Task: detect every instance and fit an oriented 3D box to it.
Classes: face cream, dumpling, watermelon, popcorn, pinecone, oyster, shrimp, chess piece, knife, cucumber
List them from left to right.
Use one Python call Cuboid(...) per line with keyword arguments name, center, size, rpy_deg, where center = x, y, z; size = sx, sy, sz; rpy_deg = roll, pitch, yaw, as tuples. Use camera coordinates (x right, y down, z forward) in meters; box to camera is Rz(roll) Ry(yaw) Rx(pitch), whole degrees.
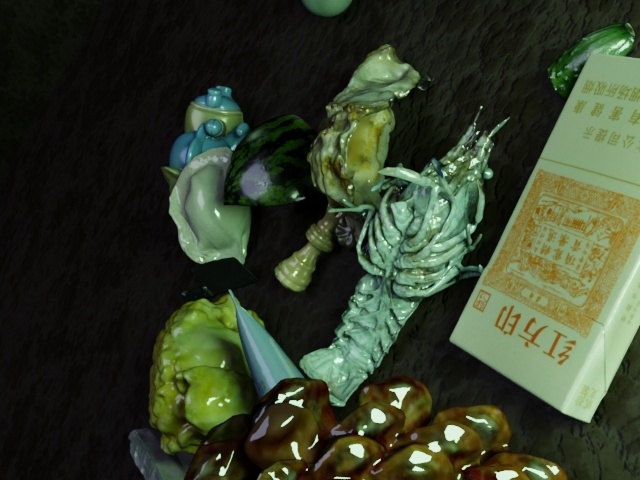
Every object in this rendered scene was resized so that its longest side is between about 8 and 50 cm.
Cuboid(name="popcorn", center=(-0.179, 0.226, 1.415), size=(0.286, 0.173, 0.225), rpy_deg=(-103, 31, -53))
Cuboid(name="dumpling", center=(-0.203, -0.053, 1.656), size=(0.151, 0.124, 0.229), rpy_deg=(-10, 80, 14))
Cuboid(name="knife", center=(-0.199, 0.070, 1.657), size=(0.245, 0.072, 0.019), rpy_deg=(-21, 27, 51))
Cuboid(name="watermelon", center=(-0.065, -0.134, 1.499), size=(0.137, 0.192, 0.145), rpy_deg=(-32, -60, -76))
Cuboid(name="face cream", center=(-0.022, 0.233, 1.147), size=(0.086, 0.136, 0.385), rpy_deg=(-28, 55, -8))
Cuboid(name="chess piece", center=(0.000, 0.000, 1.398), size=(0.172, 0.060, 0.060), rpy_deg=(-52, 33, 18))
Cuboid(name="pinecone", center=(0.038, 0.309, 0.830), size=(0.397, 0.397, 0.398), rpy_deg=(-36, 42, 41))
Cuboid(name="oyster", center=(0.071, -0.170, 1.312), size=(0.198, 0.133, 0.337), rpy_deg=(100, -169, -50))
Cuboid(name="shrimp", center=(0.099, 0.021, 1.142), size=(0.221, 0.166, 0.411), rpy_deg=(37, 121, 25))
Cuboid(name="cucumber", center=(0.313, -0.219, 1.070), size=(0.107, 0.035, 0.067), rpy_deg=(-39, 39, 37))

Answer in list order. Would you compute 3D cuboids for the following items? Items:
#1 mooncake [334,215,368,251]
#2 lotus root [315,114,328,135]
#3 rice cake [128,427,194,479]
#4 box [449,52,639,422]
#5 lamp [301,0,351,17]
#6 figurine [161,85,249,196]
Cuboid(name="mooncake", center=(0.012, 0.126, 1.288), size=(0.150, 0.057, 0.347), rpy_deg=(-13, 61, 19))
Cuboid(name="lotus root", center=(0.020, -0.181, 1.497), size=(0.099, 0.049, 0.054), rpy_deg=(-4, 68, 63))
Cuboid(name="rice cake", center=(-0.217, 0.384, 1.433), size=(0.298, 0.106, 0.050), rpy_deg=(37, 112, 59))
Cuboid(name="box", center=(0.283, -0.015, 0.960), size=(0.204, 0.051, 0.365), rpy_deg=(31, 97, 59))
Cuboid(name="lamp", center=(0.011, -0.454, 1.643), size=(0.105, 0.105, 0.105), rpy_deg=(-36, 42, 41))
Cuboid(name="figurine", center=(-0.222, -0.183, 1.783), size=(0.180, 0.153, 0.262), rpy_deg=(6, 82, 67))
